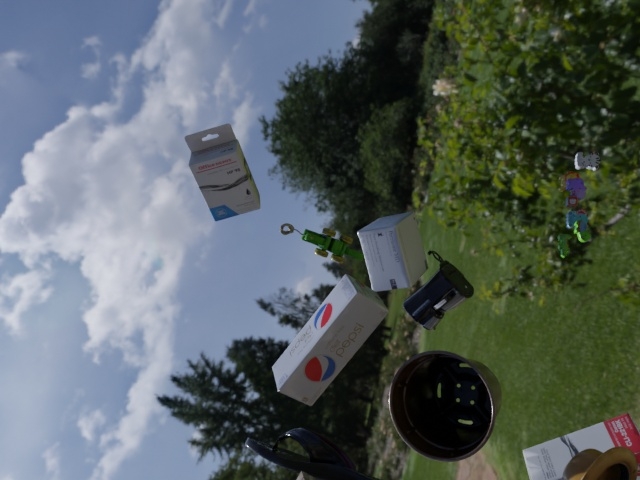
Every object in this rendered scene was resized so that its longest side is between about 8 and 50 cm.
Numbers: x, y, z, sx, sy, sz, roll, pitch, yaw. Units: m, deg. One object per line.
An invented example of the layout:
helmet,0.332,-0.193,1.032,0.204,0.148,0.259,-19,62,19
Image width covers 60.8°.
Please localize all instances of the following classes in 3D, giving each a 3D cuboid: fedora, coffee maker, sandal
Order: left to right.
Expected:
sandal,0.021,0.567,1.422,0.167,0.446,0.106,58,-135,-64
coffee maker,0.336,0.151,1.623,0.178,0.120,0.171,-48,54,30
fedora,0.553,0.491,1.110,0.079,0.195,0.194,-148,66,-62

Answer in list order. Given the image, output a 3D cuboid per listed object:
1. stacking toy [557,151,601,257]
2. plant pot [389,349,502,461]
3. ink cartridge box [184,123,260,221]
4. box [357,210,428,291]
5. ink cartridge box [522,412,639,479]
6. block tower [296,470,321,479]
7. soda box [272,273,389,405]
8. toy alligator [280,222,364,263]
stacking toy,0.603,-0.082,1.280,0.167,0.052,0.221,54,-138,-73
plant pot,0.223,0.262,0.906,0.165,0.167,0.166,14,-93,-59
ink cartridge box,-0.201,-0.136,1.117,0.060,0.104,0.180,-100,-8,-53
box,0.210,0.029,1.550,0.182,0.119,0.180,-30,-74,-60
ink cartridge box,0.664,0.562,1.320,0.197,0.273,0.114,52,-160,-24
block tower,0.083,0.660,1.261,0.097,0.336,0.091,-61,12,-1
soda box,0.013,0.167,0.908,0.216,0.074,0.069,-52,25,11
toy alligator,0.000,0.000,1.108,0.056,0.190,0.051,-69,19,3
